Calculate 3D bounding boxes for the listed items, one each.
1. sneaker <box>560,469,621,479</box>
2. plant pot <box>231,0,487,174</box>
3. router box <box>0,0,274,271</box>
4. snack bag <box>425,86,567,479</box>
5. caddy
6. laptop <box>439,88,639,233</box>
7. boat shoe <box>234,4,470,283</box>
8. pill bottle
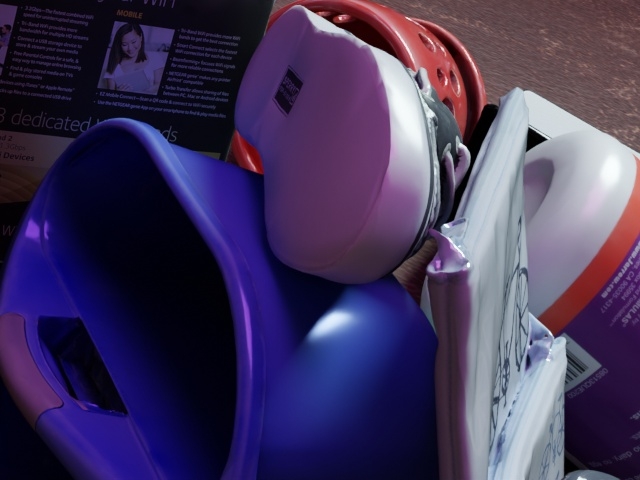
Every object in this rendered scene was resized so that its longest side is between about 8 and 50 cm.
[{"bbox_3d":[0.236,0.187,0.875,0.300,0.121,0.111,33,26,29],"label":"sneaker"},{"bbox_3d":[0.040,-0.110,1.621,0.191,0.191,0.174,32,15,25],"label":"plant pot"},{"bbox_3d":[-0.206,-0.068,1.095,0.309,0.243,0.081,6,27,-30],"label":"router box"},{"bbox_3d":[0.099,0.112,0.970,0.037,0.342,0.323,0,19,12],"label":"snack bag"},{"bbox_3d":[-0.085,0.084,0.977,0.179,0.241,0.341,15,21,-31],"label":"caddy"},{"bbox_3d":[0.312,-0.018,1.496,0.382,0.236,0.408,31,38,5],"label":"laptop"},{"bbox_3d":[0.028,-0.043,0.959,0.102,0.108,0.301,24,10,-16],"label":"boat shoe"},{"bbox_3d":[0.234,0.087,1.249,0.323,0.181,0.181,40,18,-15],"label":"pill bottle"}]
